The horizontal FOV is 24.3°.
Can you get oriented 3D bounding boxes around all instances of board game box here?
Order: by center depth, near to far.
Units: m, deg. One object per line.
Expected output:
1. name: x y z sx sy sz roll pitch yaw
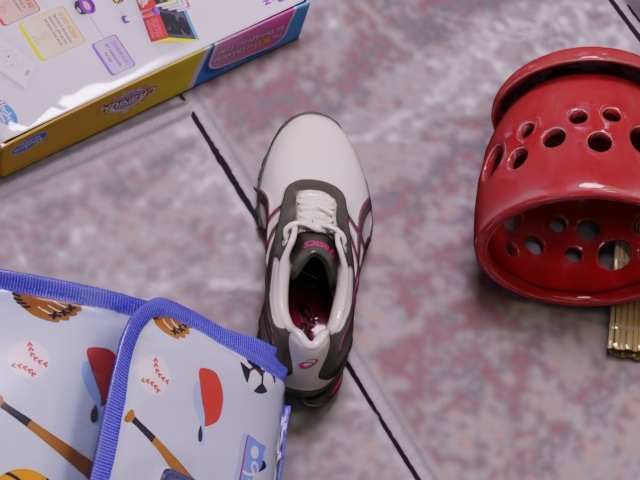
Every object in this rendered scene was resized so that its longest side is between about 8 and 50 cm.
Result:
1. board game box: -0.207 -0.229 1.347 0.316 0.064 0.242 -28 74 -21

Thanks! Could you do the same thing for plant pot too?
1. plant pot: 0.228 -0.059 1.291 0.191 0.191 0.174 8 58 -7

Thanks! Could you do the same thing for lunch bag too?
1. lunch bag: -0.218 0.199 1.069 0.385 0.239 0.327 15 66 -16

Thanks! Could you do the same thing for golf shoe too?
1. golf shoe: 0.000 0.000 1.257 0.105 0.120 0.273 5 65 -7

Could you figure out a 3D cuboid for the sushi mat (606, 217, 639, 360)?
1. sushi mat: 0.349 -0.027 1.388 0.151 0.019 0.316 12 64 -4
